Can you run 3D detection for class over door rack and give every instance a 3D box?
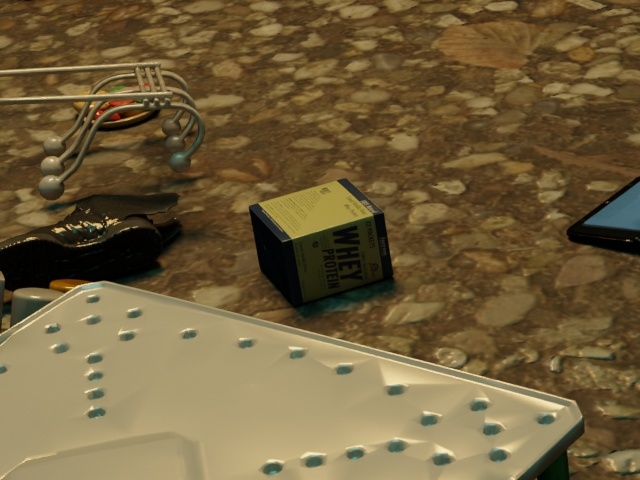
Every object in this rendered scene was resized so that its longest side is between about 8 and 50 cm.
[{"bbox_3d":[-0.271,-0.112,1.668,0.324,0.108,0.239,8,10,-9],"label":"over door rack"}]

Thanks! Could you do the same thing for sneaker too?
[{"bbox_3d":[-0.191,-0.002,1.560,0.170,0.051,0.089,-10,24,-13],"label":"sneaker"}]

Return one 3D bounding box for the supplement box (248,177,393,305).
[{"bbox_3d":[0.000,0.000,1.477,0.083,0.056,0.083,-17,26,-15],"label":"supplement box"}]

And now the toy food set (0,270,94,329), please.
[{"bbox_3d":[-0.276,0.080,1.396,0.232,0.104,0.111,4,8,-15],"label":"toy food set"}]

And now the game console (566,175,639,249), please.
[{"bbox_3d":[0.262,-0.046,1.474,0.071,0.107,0.122,38,46,20],"label":"game console"}]

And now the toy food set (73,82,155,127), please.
[{"bbox_3d":[-0.196,-0.133,1.869,0.083,0.020,0.083,-17,26,-17],"label":"toy food set"}]

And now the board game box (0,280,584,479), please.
[{"bbox_3d":[-0.116,0.160,1.044,0.390,0.050,0.390,12,33,37],"label":"board game box"}]
